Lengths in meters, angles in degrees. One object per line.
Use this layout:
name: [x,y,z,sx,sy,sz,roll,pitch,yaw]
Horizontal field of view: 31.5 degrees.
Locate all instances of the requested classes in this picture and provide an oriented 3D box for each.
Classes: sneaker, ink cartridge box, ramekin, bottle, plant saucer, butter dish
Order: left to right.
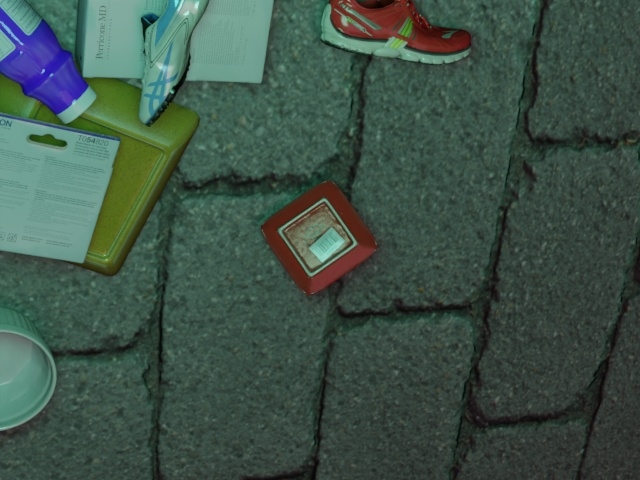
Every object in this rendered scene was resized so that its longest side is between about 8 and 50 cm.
ramekin: [-0.555,0.210,1.913,0.207,0.109,0.207,-10,121,-16]
bottle: [-0.440,-0.292,1.630,0.092,0.118,0.283,-36,113,13]
ink cartridge box: [-0.439,-0.085,1.729,0.223,0.045,0.224,11,113,-28]
plant saucer: [-0.396,-0.104,1.813,0.332,0.081,0.333,21,109,-31]
sneaker: [-0.232,-0.280,1.672,0.086,0.085,0.237,21,116,-2]
butter dish: [0.000,0.000,2.021,0.160,0.118,0.160,-35,82,-1]
sneaker: [0.136,-0.358,1.872,0.279,0.107,0.118,2,108,-26]

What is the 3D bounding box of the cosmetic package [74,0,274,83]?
cosmetic package: [-0.208,-0.428,1.689,0.284,0.097,0.377,-2,119,-23]
